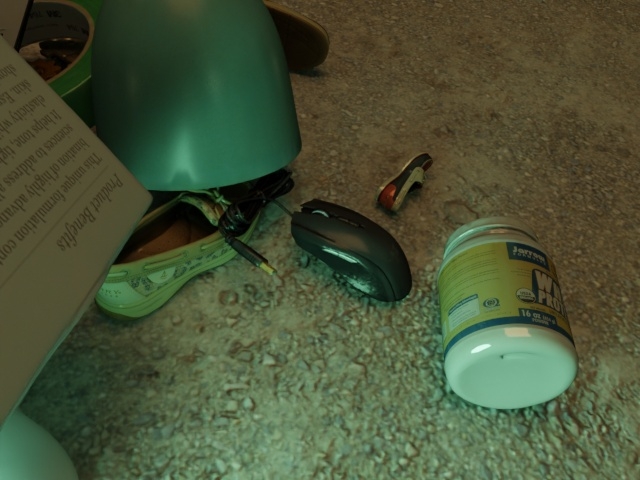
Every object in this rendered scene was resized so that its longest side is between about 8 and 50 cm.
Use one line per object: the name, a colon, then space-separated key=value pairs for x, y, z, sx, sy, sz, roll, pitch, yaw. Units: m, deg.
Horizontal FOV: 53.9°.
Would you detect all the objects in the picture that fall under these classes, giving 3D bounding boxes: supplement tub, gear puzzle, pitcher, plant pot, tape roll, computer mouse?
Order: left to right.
pitcher: x=-0.314 y=0.225 z=0.559 sx=0.178 sy=0.125 sz=0.207 roll=-36 pitch=48 yaw=-14
tape roll: x=-0.454 y=-0.274 z=0.981 sx=0.321 sy=0.077 sz=0.321 roll=-4 pitch=55 yaw=6
gear puzzle: x=-0.393 y=-0.332 z=1.130 sx=0.175 sy=0.044 sz=0.339 roll=29 pitch=48 yaw=26
plant pot: x=-0.180 y=-0.233 z=0.873 sx=0.293 sy=0.235 sz=0.293 roll=-3 pitch=28 yaw=1
computer mouse: x=0.000 y=0.000 z=0.813 sx=0.262 sy=0.060 sz=0.184 roll=38 pitch=42 yaw=9
supplement tub: x=0.216 y=0.082 z=0.756 sx=0.144 sy=0.144 sz=0.199 roll=8 pitch=46 yaw=-2

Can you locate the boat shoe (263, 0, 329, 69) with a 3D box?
boat shoe: x=-0.129 y=-0.432 z=1.222 sx=0.342 sy=0.123 sz=0.123 roll=17 pitch=47 yaw=16

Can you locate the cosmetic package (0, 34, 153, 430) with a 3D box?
cosmetic package: x=-0.411 y=-0.020 z=0.462 sx=0.327 sy=0.393 sz=0.329 roll=-30 pitch=24 yaw=22

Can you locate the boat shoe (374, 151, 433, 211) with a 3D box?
boat shoe: x=0.139 y=-0.091 z=0.981 sx=0.043 sy=0.049 sz=0.137 roll=36 pitch=53 yaw=19

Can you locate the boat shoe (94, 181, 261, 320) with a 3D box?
boat shoe: x=-0.172 y=-0.011 z=0.820 sx=0.105 sy=0.089 sz=0.285 roll=27 pitch=47 yaw=17

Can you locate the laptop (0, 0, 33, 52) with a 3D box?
laptop: x=-0.636 y=-0.261 z=0.807 sx=0.382 sy=0.236 sz=0.408 roll=-5 pitch=60 yaw=7
